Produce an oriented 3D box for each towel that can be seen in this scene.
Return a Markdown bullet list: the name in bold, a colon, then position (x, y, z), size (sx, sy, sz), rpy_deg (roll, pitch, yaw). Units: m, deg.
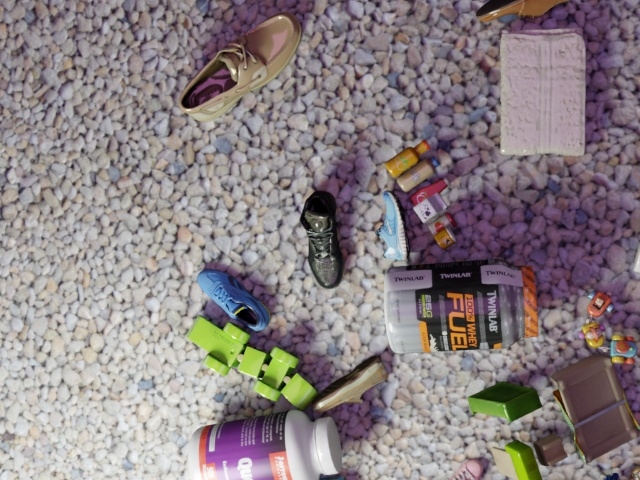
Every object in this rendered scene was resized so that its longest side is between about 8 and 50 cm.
- **towel**: position (0.488, -0.326, 1.914), size (0.187, 0.049, 0.282), rpy_deg (1, 90, 13)

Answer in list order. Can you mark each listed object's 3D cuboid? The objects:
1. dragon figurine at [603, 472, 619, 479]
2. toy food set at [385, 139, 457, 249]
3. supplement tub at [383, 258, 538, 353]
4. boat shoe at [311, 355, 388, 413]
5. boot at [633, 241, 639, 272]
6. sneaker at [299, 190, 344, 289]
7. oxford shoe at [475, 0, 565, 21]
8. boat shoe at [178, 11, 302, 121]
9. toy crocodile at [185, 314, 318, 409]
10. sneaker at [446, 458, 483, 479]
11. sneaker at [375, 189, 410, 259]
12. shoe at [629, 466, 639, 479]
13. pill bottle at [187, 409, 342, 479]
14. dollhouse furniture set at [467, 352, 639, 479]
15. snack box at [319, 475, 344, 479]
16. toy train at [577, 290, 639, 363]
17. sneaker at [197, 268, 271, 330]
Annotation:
- **dragon figurine**: position (0.531, 0.575, 1.814), size (0.144, 0.289, 0.085), rpy_deg (-35, 78, 47)
- **toy food set**: position (0.252, -0.101, 1.922), size (0.104, 0.111, 0.232), rpy_deg (-35, 80, 9)
- **supplement tub**: position (0.302, 0.141, 1.869), size (0.315, 0.193, 0.194), rpy_deg (-5, 88, 11)
- **boat shoe**: position (0.071, 0.343, 1.966), size (0.190, 0.068, 0.072), rpy_deg (-33, 101, -2)
- **boot**: position (0.735, -0.013, 1.847), size (0.086, 0.069, 0.190), rpy_deg (19, 91, 14)
- **sneaker**: position (0.000, 0.000, 1.964), size (0.087, 0.130, 0.228), rpy_deg (-3, 91, 13)
- **oxford shoe**: position (0.450, -0.518, 1.916), size (0.212, 0.076, 0.076), rpy_deg (-16, 126, 20)
- **boat shoe**: position (-0.184, -0.403, 2.014), size (0.341, 0.110, 0.122), rpy_deg (-42, 82, 8)
- **toy crocodile**: position (-0.158, 0.279, 2.011), size (0.340, 0.105, 0.115), rpy_deg (26, 84, 14)
- **sneaker**: position (0.306, 0.542, 1.925), size (0.134, 0.070, 0.051), rpy_deg (-41, 80, 7)
- **sneaker**: position (0.155, -0.033, 1.967), size (0.073, 0.063, 0.162), rpy_deg (-9, 87, 14)
- **shoe**: position (0.743, 0.573, 1.850), size (0.076, 0.058, 0.219), rpy_deg (-44, 77, 28)
- **pill bottle**: position (-0.123, 0.485, 1.953), size (0.322, 0.181, 0.182), rpy_deg (-12, 87, 11)
- **dollhouse furniture set**: position (0.509, 0.383, 1.889), size (0.301, 0.151, 0.198), rpy_deg (-20, 92, -19)
- **snack box**: position (-0.011, 0.715, 1.989), size (0.187, 0.060, 0.322), rpy_deg (-10, 87, 11)
- **toy train**: position (0.624, 0.185, 1.855), size (0.166, 0.046, 0.125), rpy_deg (42, 84, 22)
- **sneaker**: position (-0.207, 0.135, 2.027), size (0.209, 0.082, 0.069), rpy_deg (37, 98, 11)
